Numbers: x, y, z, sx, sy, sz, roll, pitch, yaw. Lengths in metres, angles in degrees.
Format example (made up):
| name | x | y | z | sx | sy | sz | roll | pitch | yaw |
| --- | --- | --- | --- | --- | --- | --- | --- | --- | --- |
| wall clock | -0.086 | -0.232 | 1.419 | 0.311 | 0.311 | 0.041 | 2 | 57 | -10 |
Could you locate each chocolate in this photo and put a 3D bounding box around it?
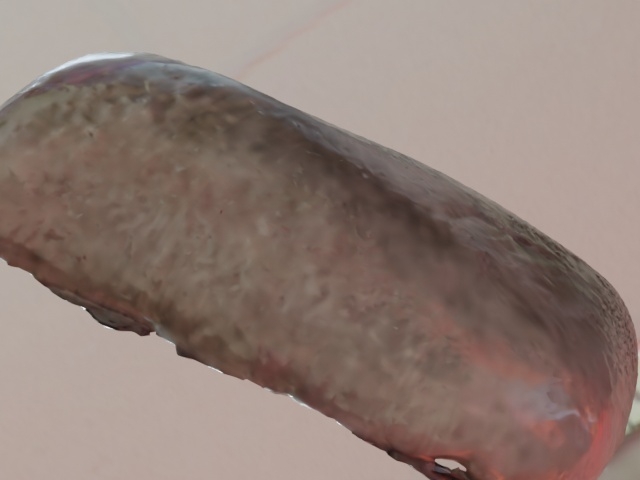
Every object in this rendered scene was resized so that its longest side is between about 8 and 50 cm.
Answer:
| name | x | y | z | sx | sy | sz | roll | pitch | yaw |
| --- | --- | --- | --- | --- | --- | --- | --- | --- | --- |
| chocolate | 0.000 | 0.000 | 0.813 | 0.303 | 0.185 | 0.100 | 27 | -76 | 8 |
